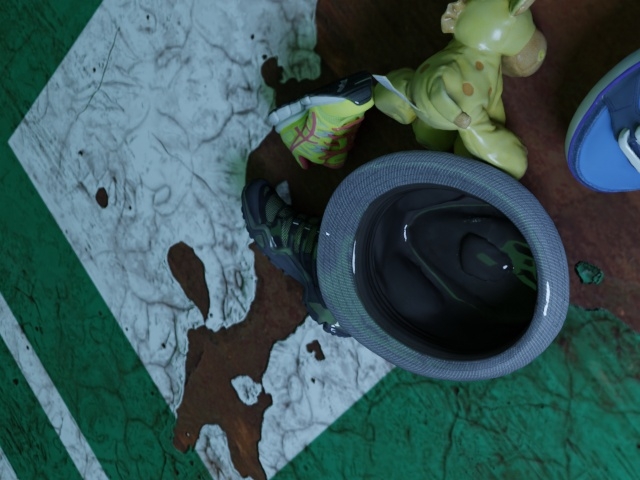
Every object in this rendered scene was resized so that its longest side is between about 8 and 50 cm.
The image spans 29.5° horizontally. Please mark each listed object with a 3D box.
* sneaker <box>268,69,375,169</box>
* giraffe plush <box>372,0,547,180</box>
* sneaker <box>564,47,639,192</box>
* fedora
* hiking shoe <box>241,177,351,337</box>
[{"bbox_3d":[0.015,-0.131,1.389,0.094,0.081,0.208,68,158,-4],"label":"sneaker"},{"bbox_3d":[0.158,-0.184,1.250,0.181,0.210,0.170,30,85,36],"label":"giraffe plush"},{"bbox_3d":[0.344,-0.079,1.051,0.323,0.236,0.130,-31,119,35],"label":"sneaker"},{"bbox_3d":[0.145,0.020,1.299,0.275,0.124,0.244,12,106,27],"label":"fedora"},{"bbox_3d":[0.000,0.000,1.450,0.114,0.086,0.227,-43,76,20],"label":"hiking shoe"}]
